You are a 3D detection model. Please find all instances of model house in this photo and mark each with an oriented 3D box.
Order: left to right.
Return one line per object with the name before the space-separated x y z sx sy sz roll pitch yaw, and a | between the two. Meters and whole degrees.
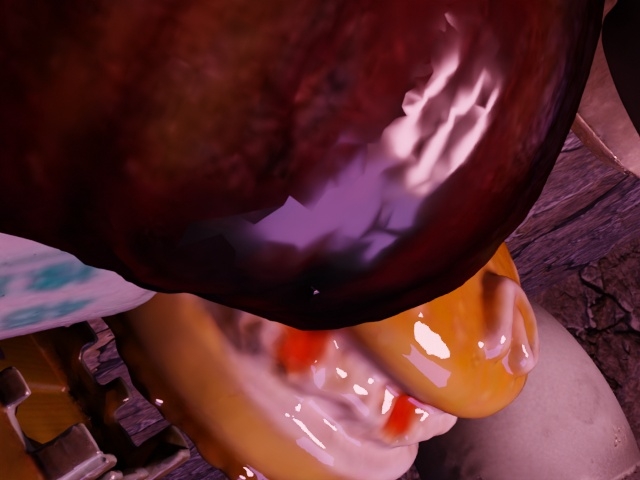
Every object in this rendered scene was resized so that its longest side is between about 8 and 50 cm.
model house | -0.233 0.117 0.828 0.215 0.198 0.224 -32 169 5

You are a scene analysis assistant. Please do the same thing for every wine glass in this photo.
wine glass | 0.131 0.099 1.165 0.190 0.357 0.190 -27 171 -5

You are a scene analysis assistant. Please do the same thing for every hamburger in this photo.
hamburger | 0.000 0.000 0.792 0.186 0.261 0.303 -39 123 24

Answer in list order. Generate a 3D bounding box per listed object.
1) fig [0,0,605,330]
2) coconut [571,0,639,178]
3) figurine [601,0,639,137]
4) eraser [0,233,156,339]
fig | -0.017 -0.088 0.409 0.263 0.224 0.224 -38 173 -23
coconut | 0.241 -0.141 0.743 0.224 0.224 0.234 -15 168 -45
figurine | 0.268 -0.024 0.438 0.361 0.377 0.266 4 -169 -4
eraser | -0.205 -0.004 0.541 0.290 0.104 0.189 -13 163 -24
